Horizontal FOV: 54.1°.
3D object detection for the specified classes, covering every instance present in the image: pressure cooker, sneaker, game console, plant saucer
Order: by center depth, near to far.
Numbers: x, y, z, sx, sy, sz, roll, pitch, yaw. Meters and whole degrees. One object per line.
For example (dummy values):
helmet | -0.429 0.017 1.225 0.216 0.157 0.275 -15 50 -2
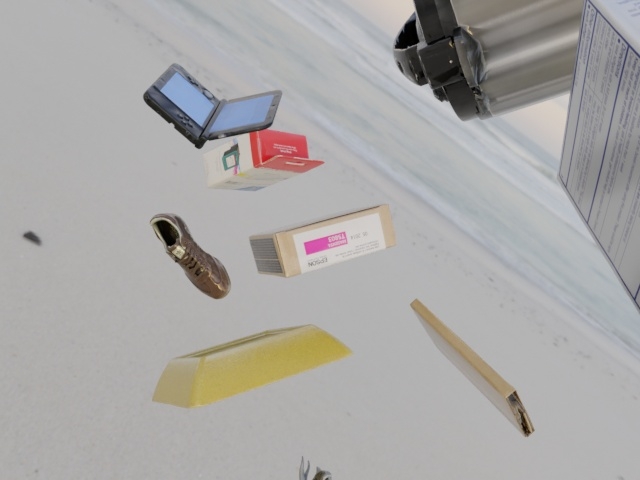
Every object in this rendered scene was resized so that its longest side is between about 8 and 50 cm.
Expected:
game console | -0.105 -0.148 0.637 0.107 0.071 0.122 41 23 -18
sneaker | -0.236 0.030 1.098 0.188 0.066 0.071 48 12 12
pressure cooker | 0.329 -0.409 1.113 0.370 0.420 0.375 15 63 -63
plant saucer | -0.154 0.242 1.264 0.333 0.333 0.081 -13 85 -29

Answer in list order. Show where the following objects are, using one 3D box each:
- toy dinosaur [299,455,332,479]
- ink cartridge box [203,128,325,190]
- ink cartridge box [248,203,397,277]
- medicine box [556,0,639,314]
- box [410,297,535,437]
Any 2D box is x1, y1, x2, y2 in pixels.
toy dinosaur | -0.076 0.540 1.108 0.160 0.121 0.313 34 35 29
ink cartridge box | -0.117 -0.166 1.277 0.134 0.231 0.078 0 79 -46
ink cartridge box | 0.000 0.000 1.218 0.235 0.088 0.193 -15 5 -19
medicine box | 0.366 -0.075 0.600 0.263 0.149 0.289 74 1 -50
box | 0.221 0.185 0.915 0.201 0.021 0.164 46 -5 42
